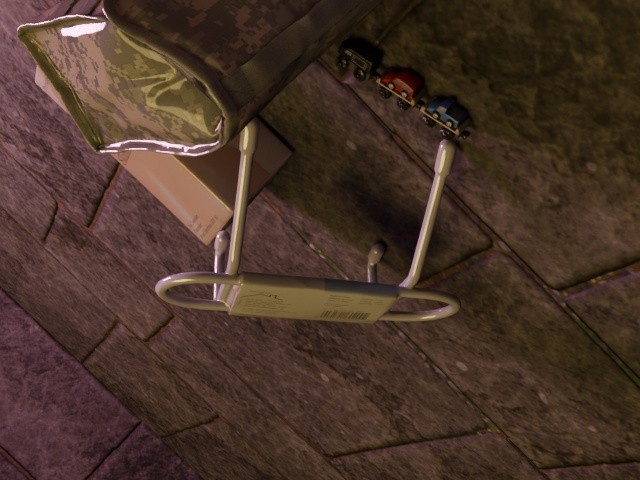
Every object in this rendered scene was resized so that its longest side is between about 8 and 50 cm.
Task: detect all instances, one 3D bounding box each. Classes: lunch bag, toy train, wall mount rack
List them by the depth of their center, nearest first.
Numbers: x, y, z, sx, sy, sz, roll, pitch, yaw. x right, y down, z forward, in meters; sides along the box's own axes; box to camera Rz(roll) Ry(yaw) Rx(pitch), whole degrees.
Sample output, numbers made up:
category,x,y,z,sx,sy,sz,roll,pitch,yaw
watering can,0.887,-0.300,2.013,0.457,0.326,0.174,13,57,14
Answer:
category,x,y,z,sx,sy,sz,roll,pitch,yaw
lunch bag,-0.096,-0.197,0.833,0.287,0.235,0.169,8,135,49
toy train,0.082,-0.149,0.902,0.158,0.027,0.036,36,142,13
wall mount rack,0.000,0.000,1.019,0.349,0.131,0.304,4,158,-11

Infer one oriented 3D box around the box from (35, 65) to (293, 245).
category,x,y,z,sx,sy,sz,roll,pitch,yaw
box,-0.200,-0.156,1.161,0.311,0.121,0.148,43,154,-2
